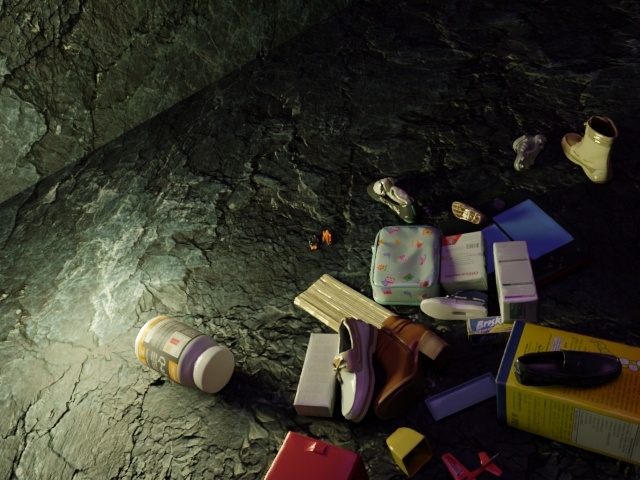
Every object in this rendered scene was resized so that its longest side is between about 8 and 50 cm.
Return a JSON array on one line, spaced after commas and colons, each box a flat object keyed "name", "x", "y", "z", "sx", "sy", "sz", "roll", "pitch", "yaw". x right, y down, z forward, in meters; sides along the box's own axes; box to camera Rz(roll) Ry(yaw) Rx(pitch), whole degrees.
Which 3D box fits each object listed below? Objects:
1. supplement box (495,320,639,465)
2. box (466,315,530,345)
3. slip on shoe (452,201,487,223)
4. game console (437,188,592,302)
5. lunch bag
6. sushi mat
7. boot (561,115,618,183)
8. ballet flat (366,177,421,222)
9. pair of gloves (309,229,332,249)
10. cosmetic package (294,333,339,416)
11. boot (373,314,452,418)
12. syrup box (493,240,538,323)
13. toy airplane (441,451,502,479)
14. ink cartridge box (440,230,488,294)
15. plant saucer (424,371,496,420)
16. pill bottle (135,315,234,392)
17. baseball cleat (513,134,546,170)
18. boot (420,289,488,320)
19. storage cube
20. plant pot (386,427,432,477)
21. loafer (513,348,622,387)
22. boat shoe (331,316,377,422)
[{"name": "supplement box", "x": 0.613, "y": 0.353, "z": 1.408, "sx": 0.357, "sy": 0.194, "sz": 0.195, "roll": 11, "pitch": 49, "yaw": 27}, {"name": "box", "x": 0.493, "y": 0.247, "z": 1.665, "sx": 0.169, "sy": 0.054, "sz": 0.059, "roll": -7, "pitch": 43, "yaw": 12}, {"name": "slip on shoe", "x": 0.488, "y": -0.090, "z": 1.973, "sx": 0.041, "sy": 0.051, "sz": 0.135, "roll": -1, "pitch": 20, "yaw": -34}, {"name": "game console", "x": 0.603, "y": 0.001, "z": 1.891, "sx": 0.342, "sy": 0.060, "sz": 0.386, "roll": -22, "pitch": 42, "yaw": -7}, {"name": "lunch bag", "x": 0.266, "y": 0.074, "z": 1.885, "sx": 0.224, "sy": 0.107, "sz": 0.279, "roll": -3, "pitch": 43, "yaw": 17}, {"name": "sushi mat", "x": 0.074, "y": 0.213, "z": 1.864, "sx": 0.151, "sy": 0.019, "sz": 0.317, "roll": -40, "pitch": 46, "yaw": -25}, {"name": "boot", "x": 0.913, "y": -0.344, "z": 2.048, "sx": 0.095, "sy": 0.203, "sz": 0.261, "roll": -15, "pitch": 43, "yaw": 1}, {"name": "ballet flat", "x": 0.260, "y": -0.169, "z": 2.154, "sx": 0.095, "sy": 0.096, "sz": 0.280, "roll": -33, "pitch": 44, "yaw": -17}, {"name": "pair of gloves", "x": 0.000, "y": 0.000, "z": 2.122, "sx": 0.083, "sy": 0.010, "sz": 0.074, "roll": -18, "pitch": 43, "yaw": 3}, {"name": "cosmetic package", "x": 0.003, "y": 0.372, "z": 1.684, "sx": 0.099, "sy": 0.060, "sz": 0.239, "roll": 0, "pitch": 44, "yaw": 16}, {"name": "boot", "x": 0.192, "y": 0.331, "z": 1.640, "sx": 0.283, "sy": 0.109, "sz": 0.220, "roll": -47, "pitch": 41, "yaw": -15}, {"name": "syrup box", "x": 0.543, "y": 0.114, "z": 1.686, "sx": 0.097, "sy": 0.093, "sz": 0.236, "roll": -4, "pitch": 41, "yaw": 14}, {"name": "toy airplane", "x": 0.357, "y": 0.545, "z": 1.408, "sx": 0.151, "sy": 0.028, "sz": 0.151, "roll": -8, "pitch": 44, "yaw": 8}, {"name": "ink cartridge box", "x": 0.434, "y": 0.069, "z": 1.819, "sx": 0.128, "sy": 0.072, "sz": 0.175, "roll": -9, "pitch": 49, "yaw": 25}, {"name": "plant saucer", "x": 0.371, "y": 0.406, "z": 1.562, "sx": 0.192, "sy": 0.018, "sz": 0.067, "roll": -22, "pitch": 42, "yaw": -5}, {"name": "pill bottle", "x": -0.399, "y": 0.337, "z": 1.777, "sx": 0.279, "sy": 0.162, "sz": 0.162, "roll": 17, "pitch": 52, "yaw": 33}, {"name": "baseball cleat", "x": 0.738, "y": -0.317, "z": 2.193, "sx": 0.110, "sy": 0.072, "sz": 0.206, "roll": 12, "pitch": 43, "yaw": 46}, {"name": "boot", "x": 0.394, "y": 0.184, "z": 1.765, "sx": 0.190, "sy": 0.069, "sz": 0.086, "roll": 8, "pitch": 40, "yaw": 14}, {"name": "storage cube", "x": -0.012, "y": 0.585, "z": 1.369, "sx": 0.215, "sy": 0.183, "sz": 0.193, "roll": 11, "pitch": 49, "yaw": 27}, {"name": "plant pot", "x": 0.209, "y": 0.505, "z": 1.466, "sx": 0.082, "sy": 0.081, "sz": 0.083, "roll": -36, "pitch": 35, "yaw": -20}, {"name": "loafer", "x": 0.537, "y": 0.274, "z": 1.311, "sx": 0.224, "sy": 0.078, "sz": 0.076, "roll": -6, "pitch": 44, "yaw": 12}, {"name": "boat shoe", "x": 0.081, "y": 0.342, "z": 1.625, "sx": 0.103, "sy": 0.113, "sz": 0.302, "roll": 27, "pitch": 41, "yaw": -16}]
